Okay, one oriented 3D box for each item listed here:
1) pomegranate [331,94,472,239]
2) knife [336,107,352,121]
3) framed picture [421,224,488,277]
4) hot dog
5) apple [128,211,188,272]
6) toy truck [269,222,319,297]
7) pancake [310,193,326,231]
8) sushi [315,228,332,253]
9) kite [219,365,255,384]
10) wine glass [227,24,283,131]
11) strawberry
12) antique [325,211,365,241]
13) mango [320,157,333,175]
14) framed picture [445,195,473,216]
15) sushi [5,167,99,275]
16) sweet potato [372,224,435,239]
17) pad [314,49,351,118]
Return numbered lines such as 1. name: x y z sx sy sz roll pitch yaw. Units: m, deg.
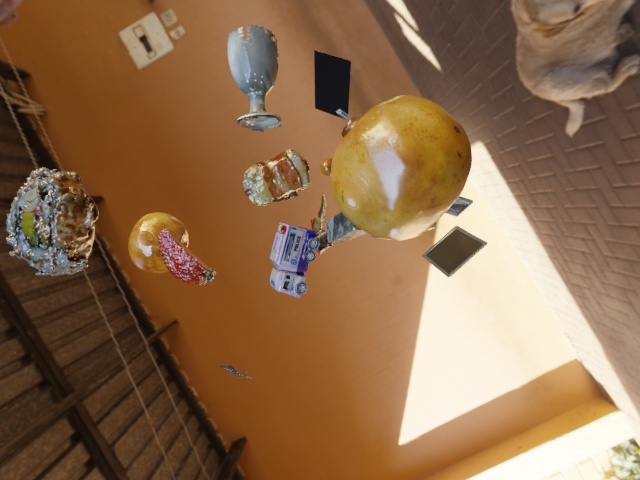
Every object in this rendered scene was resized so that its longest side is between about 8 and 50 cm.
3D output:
1. pomegranate: 0.213 -0.207 1.225 0.417 0.416 0.416 61 -175 -9
2. knife: 0.141 -0.521 1.875 0.162 0.023 0.044 28 -172 -22
3. framed picture: 0.523 0.040 1.702 0.014 0.197 0.252 46 -175 -19
4. hot dog: -0.131 -0.187 1.294 0.103 0.213 0.146 -127 20 -66
5. apple: -0.743 0.012 2.000 0.233 0.286 0.286 17 -173 -1
6. toy truck: -0.116 0.075 1.666 0.155 0.268 0.124 14 -179 -25
7. pancake: -0.014 -0.110 2.251 0.257 0.056 0.212 105 173 -47
8. sushi: 0.001 0.001 1.952 0.098 0.084 0.094 57 176 4
9. kite: -0.339 0.528 1.733 0.183 0.160 0.010 78 -149 -54
10. wine glass: -0.237 -0.588 1.565 0.190 0.190 0.357 21 -115 -83
11. strawberry: -0.484 0.079 1.509 0.236 0.107 0.175 39 168 13
12. antique: 0.096 -0.053 1.571 0.183 0.086 0.088 -26 68 54
13. mango: 0.075 -0.411 2.442 0.084 0.159 0.105 145 128 -61
14. framed picture: 0.567 -0.173 1.965 0.150 0.203 0.015 119 167 -64
15. sushi: -0.954 -0.062 1.529 0.176 0.417 0.417 -3 -118 -60
16. sweet potato: 0.356 -0.062 1.824 0.131 0.336 0.131 29 129 44
17. pad: 0.054 -0.731 2.043 0.202 0.005 0.300 26 143 23
